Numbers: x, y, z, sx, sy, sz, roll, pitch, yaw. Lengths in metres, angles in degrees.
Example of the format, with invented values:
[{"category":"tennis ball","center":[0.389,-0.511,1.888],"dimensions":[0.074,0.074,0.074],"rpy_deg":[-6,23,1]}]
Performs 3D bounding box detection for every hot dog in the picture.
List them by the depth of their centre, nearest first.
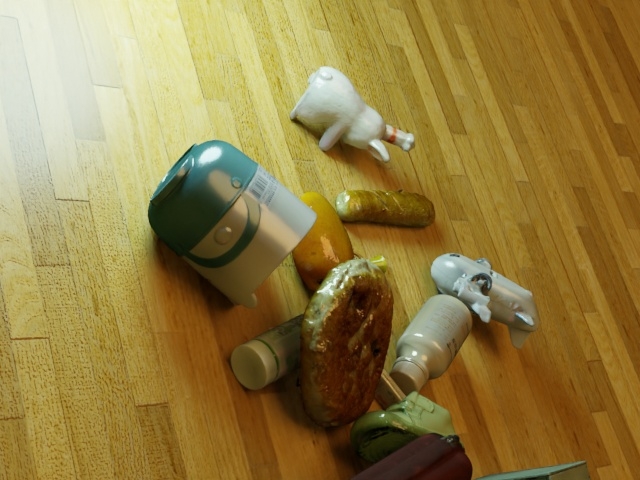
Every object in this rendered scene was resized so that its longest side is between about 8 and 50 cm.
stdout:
[{"category":"hot dog","center":[0.149,-0.069,2.199],"dimensions":[0.286,0.061,0.087],"rpy_deg":[-4,78,-42]}]

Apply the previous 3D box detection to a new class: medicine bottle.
[{"category":"medicine bottle","center":[-0.068,0.196,1.807],"dimensions":[0.183,0.086,0.086],"rpy_deg":[-23,79,-47]},{"category":"medicine bottle","center":[0.213,0.216,2.022],"dimensions":[0.114,0.114,0.252],"rpy_deg":[49,42,-5]}]

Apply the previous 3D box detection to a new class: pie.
[{"category":"pie","center":[0.048,0.180,1.805],"dimensions":[0.315,0.092,0.315],"rpy_deg":[-32,127,-56]}]

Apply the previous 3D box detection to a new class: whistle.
[{"category":"whistle","center":[0.080,0.044,2.074],"dimensions":[0.109,0.046,0.057],"rpy_deg":[4,75,-34]}]

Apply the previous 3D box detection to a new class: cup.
[{"category":"cup","center":[-0.163,-0.049,1.812],"dimensions":[0.257,0.219,0.289],"rpy_deg":[41,13,-13]}]

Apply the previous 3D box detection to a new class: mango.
[{"category":"mango","center":[0.004,-0.003,1.988],"dimensions":[0.141,0.102,0.217],"rpy_deg":[7,58,-34]}]

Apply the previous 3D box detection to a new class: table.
[{"category":"table","center":[0.383,0.493,1.902],"dimensions":[0.122,0.240,0.111],"rpy_deg":[-2,76,-42]}]

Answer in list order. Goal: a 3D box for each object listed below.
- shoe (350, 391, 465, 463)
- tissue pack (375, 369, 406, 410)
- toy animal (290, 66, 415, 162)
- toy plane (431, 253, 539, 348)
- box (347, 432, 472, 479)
[{"category":"shoe","center":[0.152,0.354,1.842],"dimensions":[0.262,0.140,0.128],"rpy_deg":[25,31,-37]},{"category":"tissue pack","center":[0.130,0.295,1.939],"dimensions":[0.108,0.056,0.023],"rpy_deg":[52,42,-3]},{"category":"toy animal","center":[0.067,-0.254,2.200],"dimensions":[0.282,0.138,0.140],"rpy_deg":[43,50,-22]},{"category":"toy plane","center":[0.357,0.120,2.187],"dimensions":[0.267,0.122,0.267],"rpy_deg":[30,14,-8]},{"category":"box","center":[0.093,0.469,1.648],"dimensions":[0.404,0.263,0.108],"rpy_deg":[-20,46,-42]}]
